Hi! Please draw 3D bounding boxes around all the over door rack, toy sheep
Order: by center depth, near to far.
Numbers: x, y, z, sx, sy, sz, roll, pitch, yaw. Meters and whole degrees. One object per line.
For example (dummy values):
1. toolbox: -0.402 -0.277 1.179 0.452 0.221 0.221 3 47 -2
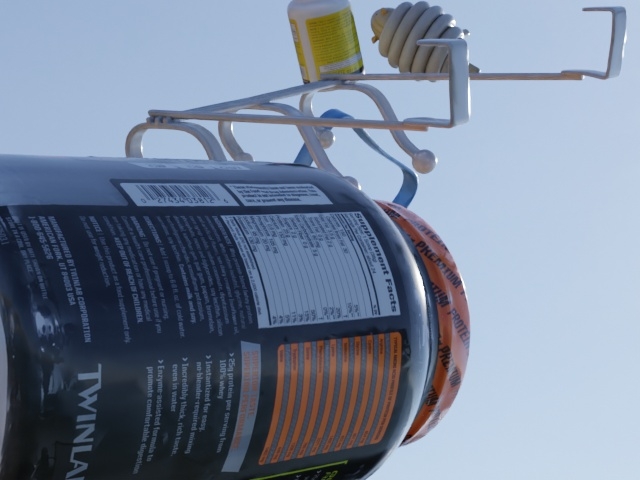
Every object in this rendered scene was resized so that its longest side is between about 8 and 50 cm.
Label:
1. over door rack: 0.044 -0.087 1.027 0.324 0.108 0.239 -8 8 41
2. toy sheep: 0.110 -0.207 1.408 0.132 0.091 0.091 26 -20 15

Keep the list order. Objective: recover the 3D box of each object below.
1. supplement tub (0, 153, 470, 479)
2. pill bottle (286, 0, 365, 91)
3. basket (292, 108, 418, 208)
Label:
1. supplement tub: -0.084 0.057 0.744 0.207 0.207 0.338 -12 -7 44
2. pill bottle: 0.003 -0.211 1.334 0.065 0.065 0.116 0 -63 28
3. basket: 0.000 0.000 1.678 0.201 0.289 0.255 26 -3 34
